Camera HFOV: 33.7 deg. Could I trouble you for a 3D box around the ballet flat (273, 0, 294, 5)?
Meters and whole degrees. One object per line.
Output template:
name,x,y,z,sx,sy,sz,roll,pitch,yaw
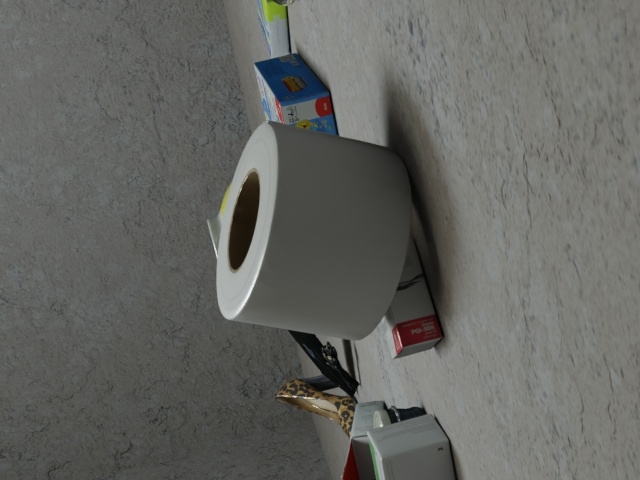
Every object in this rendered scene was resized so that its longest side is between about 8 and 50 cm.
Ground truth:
ballet flat,-0.069,-0.451,1.838,0.173,0.049,0.057,-121,45,-54

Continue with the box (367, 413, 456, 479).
box,0.129,0.315,1.482,0.087,0.102,0.101,-126,23,-69

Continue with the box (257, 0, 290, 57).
box,-0.092,-0.436,2.024,0.178,0.043,0.109,87,167,-60

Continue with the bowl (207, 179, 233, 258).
bowl,-0.111,-0.001,1.861,0.289,0.156,0.289,165,90,-83

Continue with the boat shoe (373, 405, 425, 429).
boat shoe,0.127,0.336,1.668,0.254,0.079,0.095,86,171,-48

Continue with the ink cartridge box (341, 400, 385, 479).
ink cartridge box,0.104,0.476,1.964,0.239,0.060,0.275,-72,-28,-66

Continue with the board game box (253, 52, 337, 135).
board game box,-0.027,-0.151,1.887,0.308,0.086,0.301,-118,15,-66

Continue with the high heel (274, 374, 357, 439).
high heel,-0.004,0.422,2.553,0.261,0.186,0.093,-113,11,-56

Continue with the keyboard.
keyboard,0.007,0.256,2.364,0.201,0.033,0.317,34,165,44

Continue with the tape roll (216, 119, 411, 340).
tape roll,-0.015,-0.009,1.292,0.246,0.169,0.246,-170,90,-72

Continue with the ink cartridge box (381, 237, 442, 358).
ink cartridge box,0.105,0.074,1.348,0.099,0.056,0.135,102,153,-76
